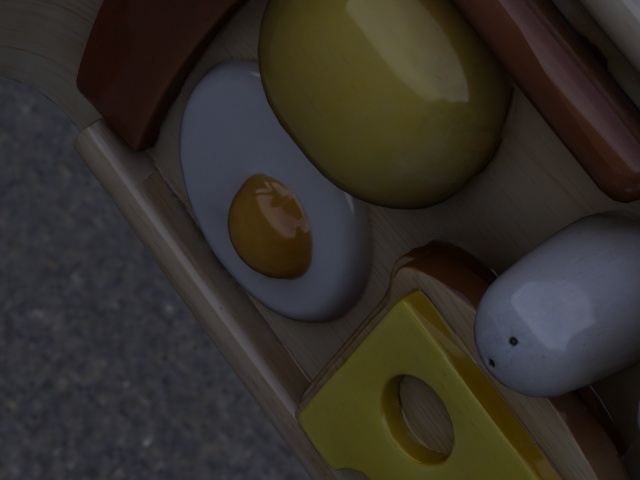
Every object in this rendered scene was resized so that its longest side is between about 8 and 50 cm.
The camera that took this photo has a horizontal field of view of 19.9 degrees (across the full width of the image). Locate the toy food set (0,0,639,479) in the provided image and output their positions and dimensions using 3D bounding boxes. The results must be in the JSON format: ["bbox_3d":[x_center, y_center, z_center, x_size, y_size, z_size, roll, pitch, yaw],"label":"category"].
[{"bbox_3d":[0.000,0.000,0.453,0.092,0.219,0.306,-24,72,-39],"label":"toy food set"}]
